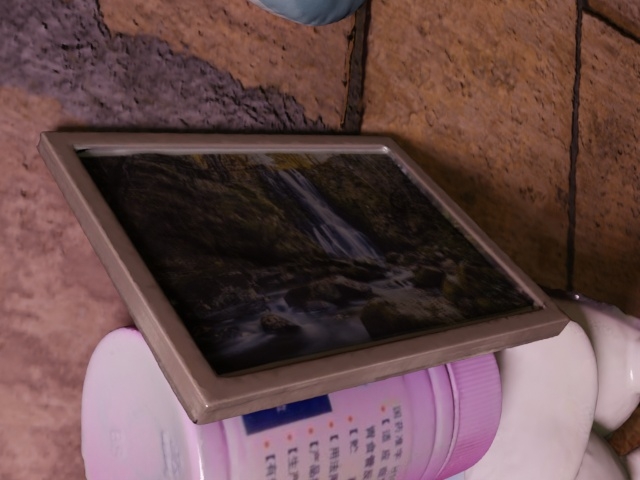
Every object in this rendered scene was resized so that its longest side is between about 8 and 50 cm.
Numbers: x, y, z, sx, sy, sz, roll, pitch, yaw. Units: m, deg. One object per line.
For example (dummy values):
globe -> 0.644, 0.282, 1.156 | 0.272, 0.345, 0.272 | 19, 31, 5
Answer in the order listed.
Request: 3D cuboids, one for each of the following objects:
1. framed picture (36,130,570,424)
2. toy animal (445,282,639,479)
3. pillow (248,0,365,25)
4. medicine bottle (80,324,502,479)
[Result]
framed picture -> 0.000, 0.000, 0.574 | 0.324, 0.020, 0.240 | -5, 44, -39
toy animal -> 0.215, 0.180, 0.728 | 0.249, 0.174, 0.289 | 17, 73, -36
pillow -> -0.019, -0.287, 0.657 | 0.214, 0.086, 0.233 | -20, 99, -45
medicine bottle -> -0.012, 0.116, 0.563 | 0.254, 0.152, 0.152 | -5, 88, -40
